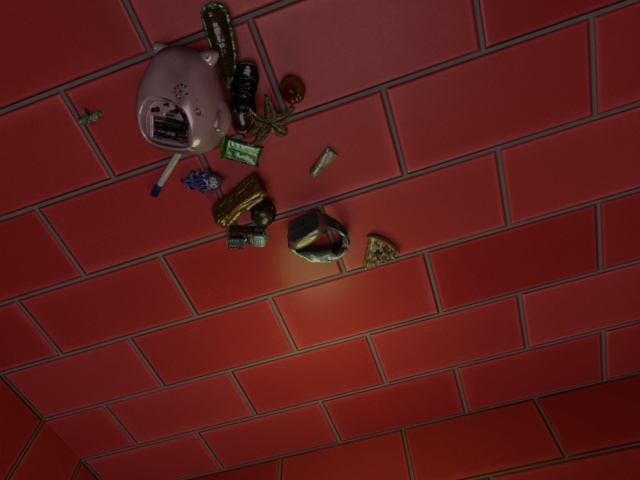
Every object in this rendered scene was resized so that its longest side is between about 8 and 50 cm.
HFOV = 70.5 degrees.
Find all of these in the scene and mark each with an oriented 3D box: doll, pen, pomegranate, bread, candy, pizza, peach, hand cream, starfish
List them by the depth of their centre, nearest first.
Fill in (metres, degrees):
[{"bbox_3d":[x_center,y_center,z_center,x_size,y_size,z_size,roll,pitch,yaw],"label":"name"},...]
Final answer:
[{"bbox_3d":[-0.109,-0.583,1.747,0.101,0.101,0.101,0,119,-1],"label":"peach"},{"bbox_3d":[-0.202,-0.460,1.772,0.240,0.043,0.227,-49,142,-8],"label":"starfish"},{"bbox_3d":[-0.332,-0.371,1.894,0.178,0.032,0.102,14,115,-7],"label":"candy"},{"bbox_3d":[0.010,-0.326,1.925,0.061,0.039,0.143,37,108,-17],"label":"hand cream"},{"bbox_3d":[-0.652,-0.293,1.930,0.033,0.033,0.269,32,114,-18],"label":"pen"},{"bbox_3d":[-0.506,-0.250,1.941,0.206,0.067,0.110,-1,111,11],"label":"doll"},{"bbox_3d":[-0.352,-0.172,1.955,0.271,0.139,0.077,-38,144,15],"label":"bread"},{"bbox_3d":[-0.257,-0.120,1.984,0.130,0.130,0.130,0,119,-1],"label":"pomegranate"},{"bbox_3d":[0.263,0.072,2.144,0.185,0.052,0.195,30,115,-13],"label":"pizza"}]

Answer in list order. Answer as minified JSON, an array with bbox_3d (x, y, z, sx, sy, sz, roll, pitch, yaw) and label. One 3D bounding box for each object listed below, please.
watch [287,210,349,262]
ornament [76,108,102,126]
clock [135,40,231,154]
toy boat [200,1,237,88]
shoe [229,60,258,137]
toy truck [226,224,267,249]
[{"bbox_3d":[0.000,0.000,2.057,0.253,0.162,0.241,-27,129,16],"label":"watch"},{"bbox_3d":[-0.928,-0.489,1.810,0.092,0.041,0.068,10,97,6],"label":"ornament"},{"bbox_3d":[-0.509,-0.511,1.658,0.368,0.250,0.377,13,114,11],"label":"clock"},{"bbox_3d":[-0.362,-0.714,1.666,0.108,0.099,0.293,-8,112,5],"label":"toy boat"},{"bbox_3d":[-0.301,-0.535,1.741,0.114,0.137,0.291,4,118,-4],"label":"shoe"},{"bbox_3d":[-0.330,-0.008,2.049,0.177,0.115,0.080,1,119,-3],"label":"toy truck"}]
